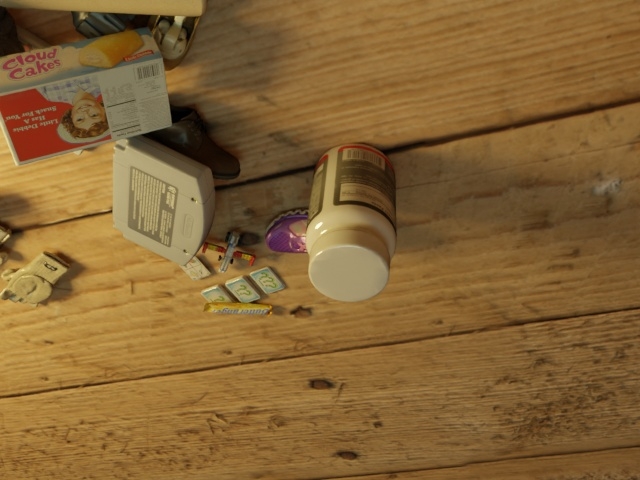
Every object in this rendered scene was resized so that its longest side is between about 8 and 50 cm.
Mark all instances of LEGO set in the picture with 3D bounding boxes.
[{"bbox_3d":[-0.214,0.069,1.565,0.183,0.060,0.244,-20,130,20],"label":"LEGO set"}]

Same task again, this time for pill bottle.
[{"bbox_3d":[0.057,-0.034,1.297,0.161,0.283,0.161,3,132,3],"label":"pill bottle"}]

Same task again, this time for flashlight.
[{"bbox_3d":[-0.446,-0.421,1.127,0.304,0.103,0.103,37,165,-28],"label":"flashlight"}]

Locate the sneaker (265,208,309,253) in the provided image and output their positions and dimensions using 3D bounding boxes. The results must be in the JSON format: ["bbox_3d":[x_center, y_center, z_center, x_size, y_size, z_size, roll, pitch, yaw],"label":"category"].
[{"bbox_3d":[0.000,0.000,1.454,0.237,0.104,0.095,-3,133,9],"label":"sneaker"}]

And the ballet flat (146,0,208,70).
[{"bbox_3d":[-0.237,-0.361,1.174,0.080,0.073,0.232,21,130,-16],"label":"ballet flat"}]

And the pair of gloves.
[{"bbox_3d":[-0.705,0.053,1.608,0.240,0.042,0.204,31,124,-23],"label":"pair of gloves"}]

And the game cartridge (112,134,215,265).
[{"bbox_3d":[-0.301,-0.071,1.377,0.198,0.062,0.297,23,143,-1],"label":"game cartridge"}]

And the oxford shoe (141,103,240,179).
[{"bbox_3d":[-0.238,-0.188,1.323,0.227,0.082,0.096,29,126,-20],"label":"oxford shoe"}]

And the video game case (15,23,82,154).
[{"bbox_3d":[-0.496,-0.268,1.314,0.201,0.023,0.183,30,127,-20],"label":"video game case"}]

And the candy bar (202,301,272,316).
[{"bbox_3d":[-0.188,0.156,1.649,0.162,0.018,0.040,5,143,-11],"label":"candy bar"}]

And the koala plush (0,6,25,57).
[{"bbox_3d":[-0.624,-0.317,1.165,0.221,0.196,0.203,-11,147,19],"label":"koala plush"}]

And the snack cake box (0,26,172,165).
[{"bbox_3d":[-0.385,-0.233,1.164,0.265,0.089,0.152,-18,148,-18],"label":"snack cake box"}]

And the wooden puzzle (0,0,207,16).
[{"bbox_3d":[-0.322,-0.473,0.983,0.323,0.080,0.347,1,127,-4],"label":"wooden puzzle"}]
